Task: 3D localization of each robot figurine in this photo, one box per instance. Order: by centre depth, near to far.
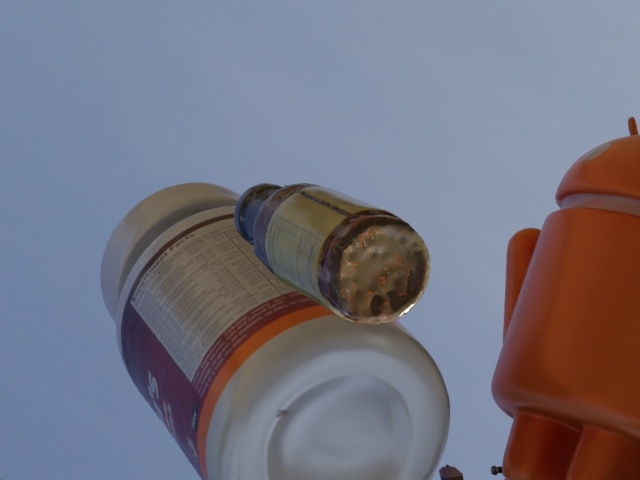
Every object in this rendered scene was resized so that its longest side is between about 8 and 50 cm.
[{"bbox_3d":[0.166,0.038,1.046,0.128,0.219,0.158,21,169,-6],"label":"robot figurine"}]

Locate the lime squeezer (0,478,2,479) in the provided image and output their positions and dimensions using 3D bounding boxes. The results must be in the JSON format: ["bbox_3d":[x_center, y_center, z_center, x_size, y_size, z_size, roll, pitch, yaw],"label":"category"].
[{"bbox_3d":[-0.157,0.138,0.788,0.059,0.110,0.310,20,172,18],"label":"lime squeezer"}]

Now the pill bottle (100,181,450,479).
[{"bbox_3d":[-0.033,0.054,0.992,0.121,0.121,0.221,9,-163,-27],"label":"pill bottle"}]

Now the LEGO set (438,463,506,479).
[{"bbox_3d":[0.177,0.238,1.439,0.331,0.255,0.192,-7,-100,-18],"label":"LEGO set"}]

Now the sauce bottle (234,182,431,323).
[{"bbox_3d":[0.000,0.000,0.731,0.042,0.042,0.128,13,-174,-20],"label":"sauce bottle"}]
